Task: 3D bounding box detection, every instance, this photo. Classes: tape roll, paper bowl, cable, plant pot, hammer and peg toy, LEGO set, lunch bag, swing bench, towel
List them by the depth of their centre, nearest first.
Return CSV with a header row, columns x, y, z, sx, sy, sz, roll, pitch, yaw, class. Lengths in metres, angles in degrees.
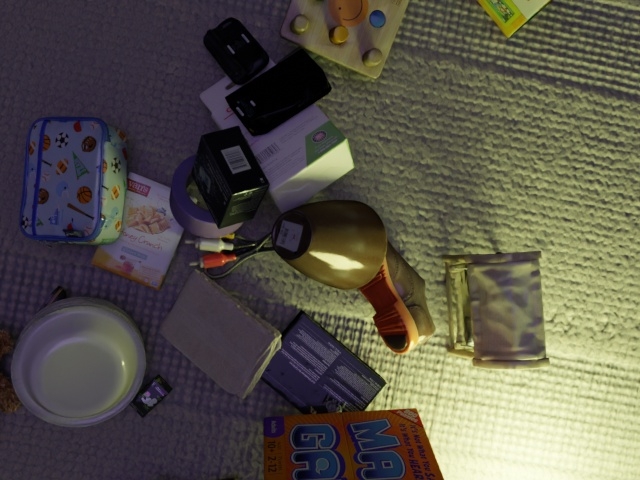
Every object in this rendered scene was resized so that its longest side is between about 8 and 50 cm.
x,y,z,sx,sy,sz,roll,pitch,yaw,class
-0.536,0.279,1.415,0.284,0.148,0.284,-3,100,-20,paper bowl
0.000,0.000,1.416,0.215,0.230,0.215,-4,83,33,plant pot
0.090,-0.583,1.441,0.266,0.127,0.361,21,94,-13,hammer and peg toy
0.018,0.388,1.453,0.083,0.023,0.054,-32,93,-3,LEGO set
-0.575,-0.129,1.456,0.243,0.115,0.303,4,86,15,lunch bag
-0.234,0.215,1.466,0.282,0.049,0.187,37,103,18,towel
0.399,0.154,1.472,0.165,0.255,0.253,-4,89,-4,swing bench
-0.254,-0.106,1.478,0.189,0.080,0.189,8,63,-15,tape roll
-0.178,0.021,1.520,0.287,0.072,0.139,-2,85,-4,cable

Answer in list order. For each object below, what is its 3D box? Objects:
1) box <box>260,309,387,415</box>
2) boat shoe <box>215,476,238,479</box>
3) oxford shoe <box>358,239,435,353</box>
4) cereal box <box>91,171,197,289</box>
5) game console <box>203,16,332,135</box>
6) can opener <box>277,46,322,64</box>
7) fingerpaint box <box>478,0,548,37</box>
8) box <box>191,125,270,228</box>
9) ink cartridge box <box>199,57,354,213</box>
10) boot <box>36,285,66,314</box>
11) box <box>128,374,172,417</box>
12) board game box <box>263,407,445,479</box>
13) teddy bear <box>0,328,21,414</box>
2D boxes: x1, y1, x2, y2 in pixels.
x,y,z,sx,sy,sz,roll,pitch,yaw,class
-0.003,0.320,1.513,0.261,0.103,0.184,41,85,-3,box
-0.349,0.614,1.476,0.324,0.116,0.096,0,84,-8,boat shoe
0.168,0.087,1.543,0.133,0.130,0.363,-15,82,-37,oxford shoe
-0.419,-0.023,1.515,0.173,0.047,0.240,21,87,-4,cereal box
-0.148,-0.405,1.465,0.213,0.044,0.361,-33,60,-6,game console
0.030,-0.470,1.547,0.283,0.076,0.095,-38,88,-3,can opener
0.412,-0.740,1.437,0.163,0.371,0.445,-40,91,-4,fingerpaint box
-0.199,-0.134,1.370,0.093,0.158,0.156,-20,72,-27,box
-0.107,-0.255,1.470,0.207,0.119,0.353,-35,61,-5,ink cartridge box
-0.606,0.219,1.490,0.137,0.077,0.198,27,100,-8,boot
-0.402,0.368,1.500,0.083,0.062,0.052,-43,91,-4,box
0.063,0.615,1.333,0.356,0.356,0.356,-2,110,-4,board game box
-0.816,0.342,1.459,0.245,0.113,0.338,-4,97,3,teddy bear
